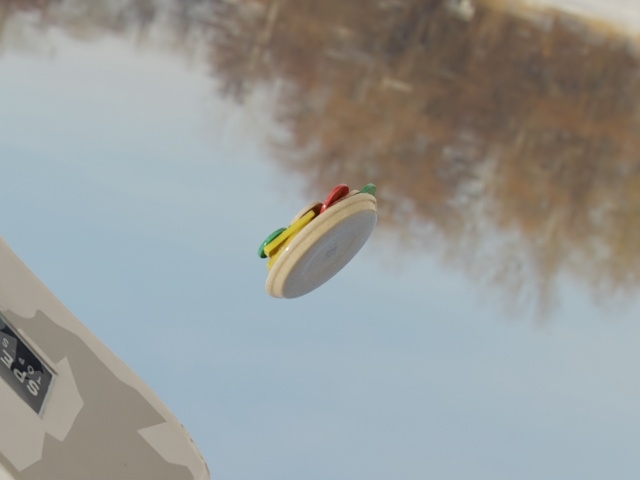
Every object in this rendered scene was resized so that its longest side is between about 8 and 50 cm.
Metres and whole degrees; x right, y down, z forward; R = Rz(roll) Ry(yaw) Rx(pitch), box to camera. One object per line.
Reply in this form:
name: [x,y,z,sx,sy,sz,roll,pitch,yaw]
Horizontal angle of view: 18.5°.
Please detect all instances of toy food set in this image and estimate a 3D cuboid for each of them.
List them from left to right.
toy food set: [0.000,0.000,1.094,0.020,0.083,0.082,48,166,19]

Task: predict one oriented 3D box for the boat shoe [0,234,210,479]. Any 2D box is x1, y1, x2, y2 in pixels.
boat shoe: [-0.190,0.030,0.663,0.340,0.158,0.127,55,-151,-21]
